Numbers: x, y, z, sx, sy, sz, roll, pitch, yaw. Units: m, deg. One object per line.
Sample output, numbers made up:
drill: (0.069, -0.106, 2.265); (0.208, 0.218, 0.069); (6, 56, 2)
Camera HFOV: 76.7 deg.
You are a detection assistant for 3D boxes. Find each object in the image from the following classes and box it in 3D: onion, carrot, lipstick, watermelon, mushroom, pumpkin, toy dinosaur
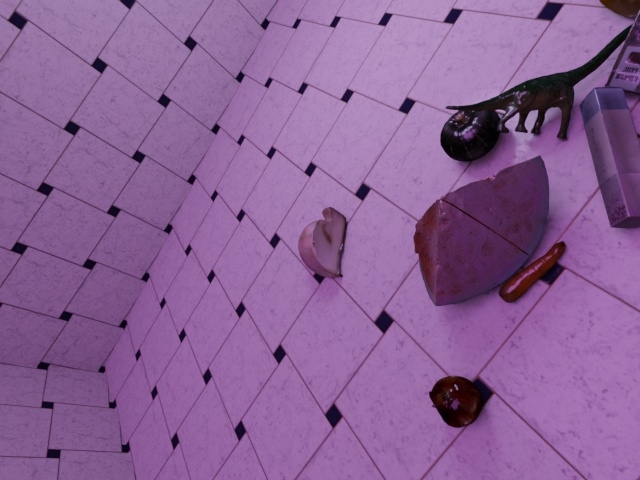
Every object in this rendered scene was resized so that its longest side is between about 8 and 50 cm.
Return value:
onion: (0.322, 0.375, 0.954); (0.118, 0.118, 0.117); (-48, 42, 20)
carrot: (0.500, 0.073, 0.950); (0.191, 0.047, 0.047); (-49, 46, 18)
lipstick: (0.643, -0.185, 0.879); (0.068, 0.066, 0.318); (0, 69, 1)
watermelon: (0.378, -0.041, 1.025); (0.292, 0.319, 0.222); (-15, 21, -1)
mushroom: (-0.026, 0.003, 1.421); (0.173, 0.162, 0.236); (-9, 66, 41)
pumpkin: (0.415, -0.300, 1.131); (0.167, 0.125, 0.167); (-19, 66, 50)
toy dinosaur: (0.551, -0.405, 0.973); (0.087, 0.446, 0.301); (-83, -1, -66)

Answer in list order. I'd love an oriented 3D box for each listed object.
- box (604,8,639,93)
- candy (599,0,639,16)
box: (0.750, -0.460, 0.818); (0.180, 0.047, 0.325); (39, 128, 43)
candy: (0.773, -0.651, 0.924); (0.259, 0.118, 0.260); (-22, 58, 41)
